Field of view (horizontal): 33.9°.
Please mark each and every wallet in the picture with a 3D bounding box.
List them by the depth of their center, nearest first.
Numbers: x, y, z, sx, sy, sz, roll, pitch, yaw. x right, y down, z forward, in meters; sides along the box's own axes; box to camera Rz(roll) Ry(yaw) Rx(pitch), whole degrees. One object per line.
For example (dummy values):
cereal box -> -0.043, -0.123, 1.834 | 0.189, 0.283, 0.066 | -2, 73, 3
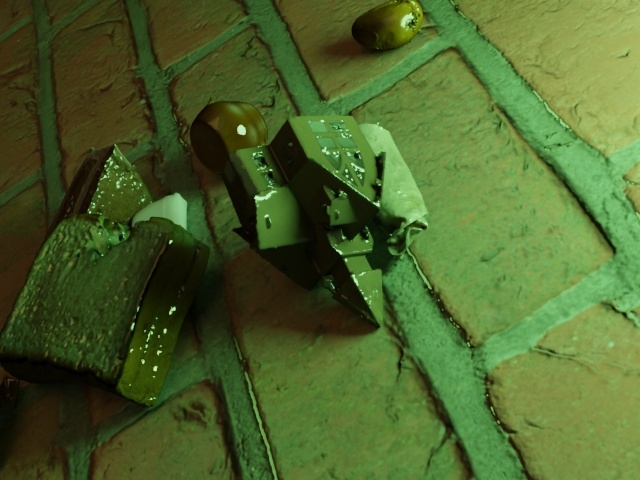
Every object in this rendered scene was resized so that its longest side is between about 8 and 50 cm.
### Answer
wallet -> -0.235, 0.008, 1.520 | 0.095, 0.033, 0.190 | -26, 40, 14

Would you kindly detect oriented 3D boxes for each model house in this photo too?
model house -> 0.000, 0.000, 1.236 | 0.181, 0.176, 0.248 | -52, 57, 43

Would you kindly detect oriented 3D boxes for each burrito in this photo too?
burrito -> 0.079, -0.067, 1.310 | 0.087, 0.060, 0.226 | -59, 35, 32

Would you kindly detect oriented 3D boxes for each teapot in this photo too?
teapot -> -0.122, -0.155, 1.544 | 0.173, 0.116, 0.116 | 39, 79, 25

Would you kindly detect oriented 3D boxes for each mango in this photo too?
mango -> 0.098, -0.316, 1.553 | 0.127, 0.063, 0.077 | -8, 52, 41

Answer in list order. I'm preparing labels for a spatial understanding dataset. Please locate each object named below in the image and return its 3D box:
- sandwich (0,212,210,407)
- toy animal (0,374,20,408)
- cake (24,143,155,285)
sandwich -> -0.294, 0.081, 1.410 | 0.273, 0.095, 0.249 | 3, 66, 40
toy animal -> -0.481, 0.220, 1.400 | 0.089, 0.179, 0.188 | -31, 64, 13
cake -> -0.360, 0.003, 1.600 | 0.116, 0.112, 0.295 | 17, 75, 53
